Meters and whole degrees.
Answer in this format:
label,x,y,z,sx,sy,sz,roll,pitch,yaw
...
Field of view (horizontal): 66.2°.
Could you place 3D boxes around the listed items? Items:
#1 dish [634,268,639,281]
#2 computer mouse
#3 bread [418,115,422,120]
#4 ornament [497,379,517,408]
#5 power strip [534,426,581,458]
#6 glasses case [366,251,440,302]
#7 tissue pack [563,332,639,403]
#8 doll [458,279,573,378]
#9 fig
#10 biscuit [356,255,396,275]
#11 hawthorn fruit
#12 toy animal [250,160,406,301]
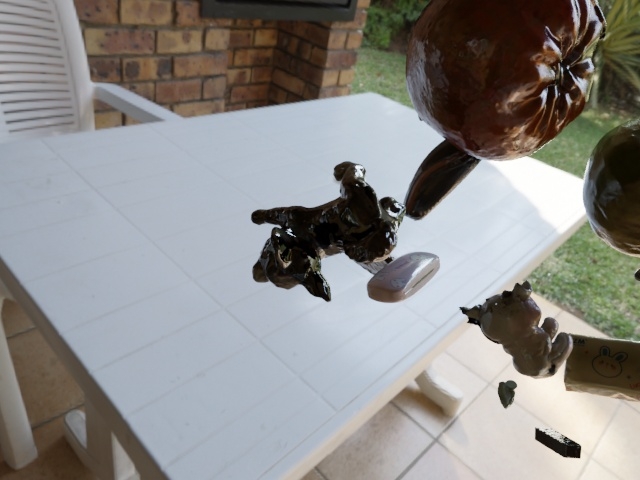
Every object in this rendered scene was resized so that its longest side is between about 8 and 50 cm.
label,x,y,z,sx,sy,sz,roll,pitch,yaw
dish,0.678,0.060,0.836,0.236,0.228,0.086,40,-4,41
computer mouse,0.328,-0.185,1.357,0.116,0.323,0.183,44,37,5
bread,0.418,-0.485,1.829,0.110,0.060,0.066,-12,-12,11
ornament,0.506,0.417,1.333,0.041,0.092,0.069,-4,64,-1
power strip,0.465,0.397,0.967,0.037,0.030,0.111,6,-4,-5
glasses case,0.234,0.096,1.358,0.113,0.075,0.296,6,22,35
tissue pack,0.735,0.324,1.256,0.196,0.092,0.148,0,54,35
doll,0.370,0.172,0.924,0.095,0.149,0.192,-24,75,-46
fig,0.773,-0.140,1.127,0.343,0.344,0.343,9,32,-6
biscuit,0.180,0.065,1.689,0.317,0.318,0.040,30,77,26
hawthorn fruit,0.348,-0.382,1.019,0.402,0.403,0.403,9,32,-6
toy animal,0.000,0.000,0.997,0.344,0.194,0.303,-29,26,15
